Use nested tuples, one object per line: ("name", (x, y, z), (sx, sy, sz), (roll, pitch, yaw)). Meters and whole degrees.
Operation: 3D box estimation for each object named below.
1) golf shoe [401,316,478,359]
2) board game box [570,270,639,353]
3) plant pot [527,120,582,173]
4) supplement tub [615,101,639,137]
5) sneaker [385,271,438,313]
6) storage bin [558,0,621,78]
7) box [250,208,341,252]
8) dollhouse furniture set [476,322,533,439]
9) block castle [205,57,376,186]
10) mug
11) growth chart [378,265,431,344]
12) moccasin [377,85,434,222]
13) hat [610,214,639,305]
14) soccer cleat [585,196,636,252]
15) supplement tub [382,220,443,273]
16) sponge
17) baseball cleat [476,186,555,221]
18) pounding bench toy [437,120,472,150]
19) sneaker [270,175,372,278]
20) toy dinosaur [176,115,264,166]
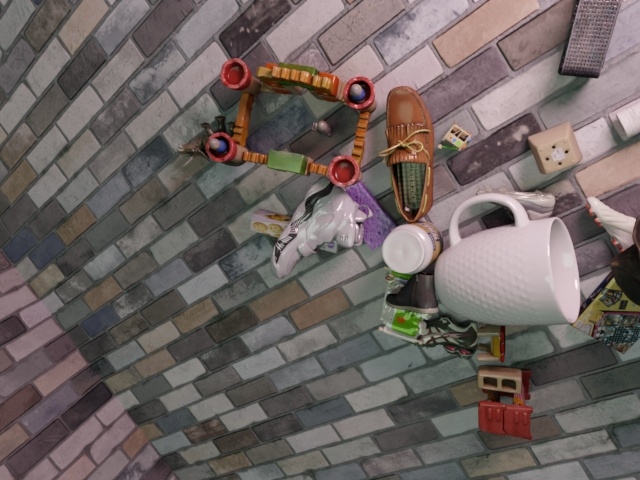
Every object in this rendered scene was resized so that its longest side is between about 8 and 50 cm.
("golf shoe", (0.378, 0.299, 1.580), (0.273, 0.105, 0.120), (10, 95, 16))
("board game box", (0.851, 0.186, 1.349), (0.165, 0.042, 0.243), (30, 120, 8))
("plant pot", (0.606, -0.229, 1.240), (0.109, 0.096, 0.109), (-20, 103, 29))
("supplement tub", (0.779, -0.302, 1.151), (0.107, 0.071, 0.071), (-27, 99, 30))
("sneaker", (0.278, 0.150, 1.462), (0.222, 0.083, 0.118), (-1, 91, 61))
("storage bin", (0.620, -0.475, 1.112), (0.084, 0.122, 0.180), (12, 116, 18))
("box", (-0.083, -0.035, 1.633), (0.324, 0.063, 0.067), (15, 118, 16))
("dollhouse furniture set", (0.563, 0.386, 1.458), (0.152, 0.201, 0.373), (1, 114, 22))
("block castle", (-0.079, -0.333, 1.357), (0.454, 0.213, 0.302), (13, 95, 14))
("mug", (0.484, 0.052, 1.317), (0.328, 0.276, 0.374), (-11, 102, 39))
("growth chart", (0.276, 0.209, 1.561), (0.172, 0.021, 0.237), (6, 87, 18))
("moccasin", (0.243, -0.238, 1.359), (0.139, 0.147, 0.379), (5, 113, 21))
("hat", (0.819, 0.075, 1.193), (0.331, 0.331, 0.134), (56, 144, -7))
("soccer cleat", (0.778, -0.052, 1.267), (0.196, 0.068, 0.076), (45, 116, -9))
("supplement tub", (0.272, 0.020, 1.414), (0.144, 0.200, 0.144), (4, 99, 27))
("sponge", (0.147, -0.079, 1.536), (0.117, 0.031, 0.210), (-39, 93, 30))
("baseball cleat", (0.539, -0.093, 1.343), (0.206, 0.072, 0.109), (8, 121, 23))
("pounding bench toy", (0.376, -0.276, 1.342), (0.065, 0.052, 0.083), (36, 121, 4))
("sneaker", (0.000, 0.000, 1.495), (0.210, 0.137, 0.365), (34, 101, 15))
("toy dinosaur", (-0.315, -0.312, 1.600), (0.314, 0.121, 0.160), (15, 129, 11))
